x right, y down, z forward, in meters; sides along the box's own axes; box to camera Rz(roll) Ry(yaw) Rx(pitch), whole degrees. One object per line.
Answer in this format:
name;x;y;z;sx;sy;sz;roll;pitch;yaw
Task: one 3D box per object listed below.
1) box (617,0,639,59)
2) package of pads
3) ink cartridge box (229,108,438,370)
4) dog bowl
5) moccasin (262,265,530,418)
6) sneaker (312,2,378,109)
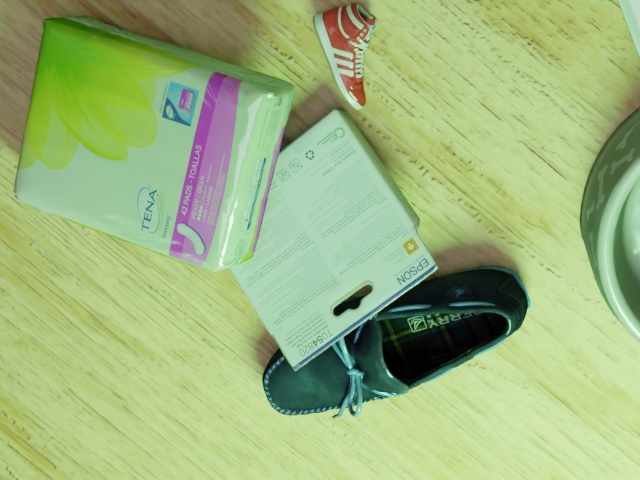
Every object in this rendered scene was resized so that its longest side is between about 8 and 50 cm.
box;0.413;-0.260;1.759;0.182;0.119;0.181;-20;104;15
package of pads;-0.195;-0.108;1.894;0.296;0.101;0.229;20;108;17
ink cartridge box;0.000;0.000;1.917;0.223;0.045;0.224;-36;78;18
dog bowl;0.463;-0.003;1.848;0.348;0.102;0.349;3;108;8
moccasin;0.076;0.118;1.943;0.342;0.117;0.138;-28;102;17
sneaker;0.043;-0.211;1.878;0.067;0.042;0.118;-20;102;18
